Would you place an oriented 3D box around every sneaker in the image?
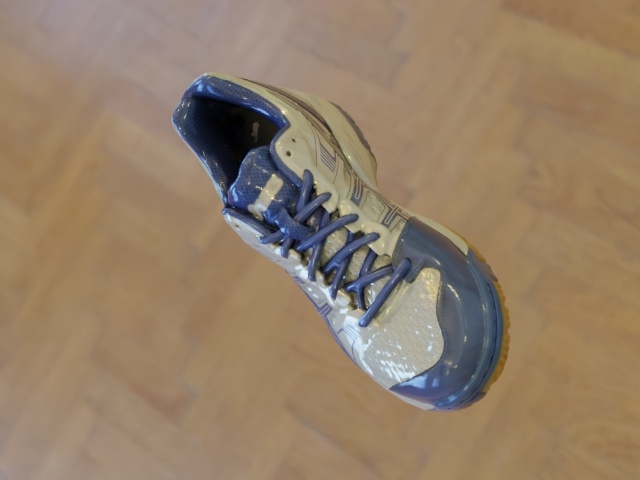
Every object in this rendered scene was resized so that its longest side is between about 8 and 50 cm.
[{"bbox_3d":[0.000,0.000,1.258,0.112,0.131,0.296,-56,47,15],"label":"sneaker"}]
